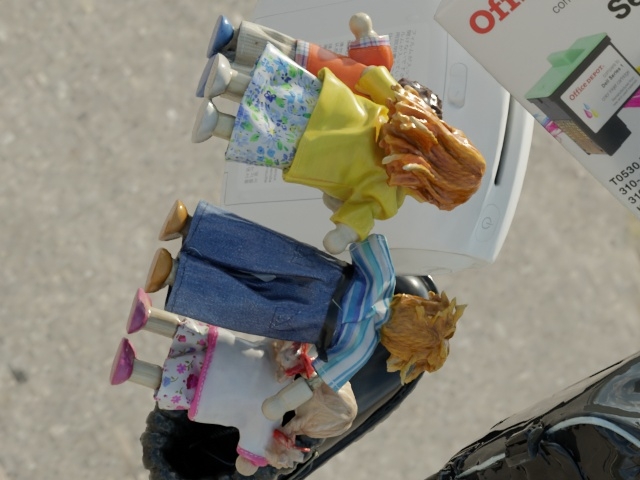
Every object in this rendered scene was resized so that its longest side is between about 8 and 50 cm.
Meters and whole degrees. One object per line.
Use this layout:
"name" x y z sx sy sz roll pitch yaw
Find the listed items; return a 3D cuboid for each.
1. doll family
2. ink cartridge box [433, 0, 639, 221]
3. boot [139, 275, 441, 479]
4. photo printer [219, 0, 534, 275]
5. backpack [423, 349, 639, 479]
"doll family" 0.000 0.000 1.033 0.163 0.118 0.263 17 85 -10
"ink cartridge box" 0.247 -0.142 1.351 0.278 0.201 0.117 43 34 -9
"boot" -0.012 0.124 1.743 0.131 0.260 0.348 40 75 11
"photo printer" 0.052 -0.096 1.607 0.107 0.307 0.256 15 78 -38
"backpack" 0.210 0.202 1.193 0.191 0.225 0.253 -29 85 -41
